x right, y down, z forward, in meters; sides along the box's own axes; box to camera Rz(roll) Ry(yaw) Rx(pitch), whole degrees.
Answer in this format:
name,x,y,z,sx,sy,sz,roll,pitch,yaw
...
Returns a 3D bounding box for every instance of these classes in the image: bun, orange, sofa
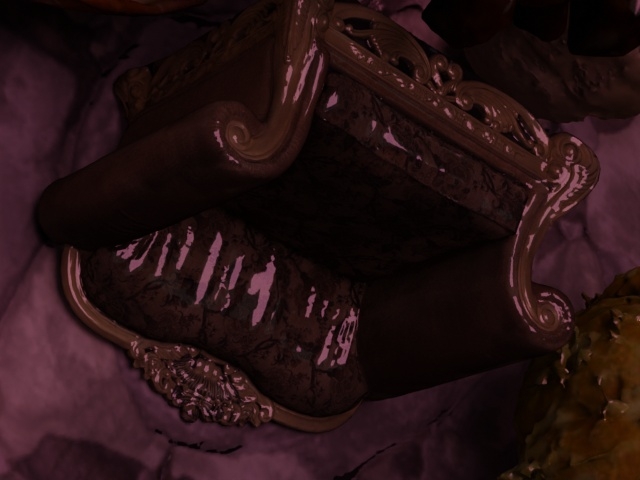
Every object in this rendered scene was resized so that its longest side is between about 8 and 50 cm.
name,x,y,z,sx,sy,sz,roll,pitch,yaw
bun,0.188,-0.200,1.172,0.152,0.259,0.259,51,53,-27
orange,0.247,0.159,1.144,0.301,0.223,0.300,-35,87,-34
sofa,0.000,0.000,1.019,0.258,0.200,0.182,30,59,-28

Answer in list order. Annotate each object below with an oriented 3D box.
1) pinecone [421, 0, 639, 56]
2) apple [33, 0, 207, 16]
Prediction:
name,x,y,z,sx,sy,sz,roll,pitch,yaw
pinecone,0.120,-0.272,0.922,0.397,0.397,0.398,11,71,-34
apple,-0.127,-0.259,1.012,0.254,0.179,0.346,22,62,-6
